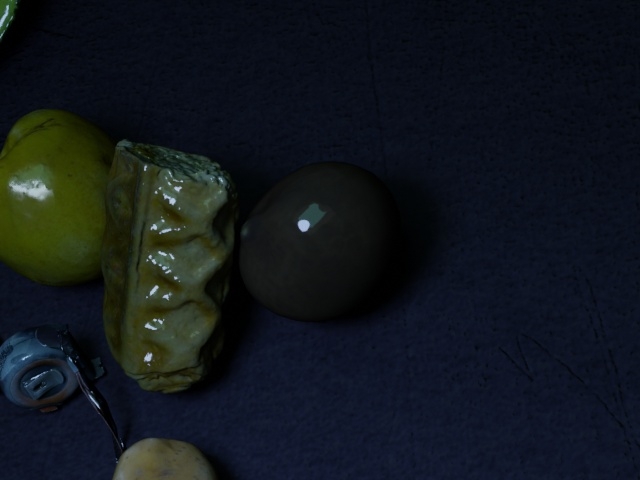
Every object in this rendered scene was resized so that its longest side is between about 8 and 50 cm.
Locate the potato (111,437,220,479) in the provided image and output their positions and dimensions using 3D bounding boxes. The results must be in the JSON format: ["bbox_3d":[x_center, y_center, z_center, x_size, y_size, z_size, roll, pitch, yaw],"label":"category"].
[{"bbox_3d":[-0.155,0.290,1.701,0.118,0.109,0.178,-13,68,-12],"label":"potato"}]

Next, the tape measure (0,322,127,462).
[{"bbox_3d":[-0.285,0.182,1.787,0.107,0.104,0.180,-28,62,1],"label":"tape measure"}]

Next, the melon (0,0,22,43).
[{"bbox_3d":[-0.527,-0.297,2.012,0.343,0.226,0.331,-5,54,0],"label":"melon"}]

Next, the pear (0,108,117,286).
[{"bbox_3d":[-0.295,-0.043,1.844,0.200,0.200,0.200,-6,66,15],"label":"pear"}]

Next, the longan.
[{"bbox_3d":[0.000,0.000,1.742,0.189,0.189,0.189,-6,66,15],"label":"longan"}]

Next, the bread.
[{"bbox_3d":[-0.166,0.033,1.757,0.152,0.130,0.268,21,111,41],"label":"bread"}]
